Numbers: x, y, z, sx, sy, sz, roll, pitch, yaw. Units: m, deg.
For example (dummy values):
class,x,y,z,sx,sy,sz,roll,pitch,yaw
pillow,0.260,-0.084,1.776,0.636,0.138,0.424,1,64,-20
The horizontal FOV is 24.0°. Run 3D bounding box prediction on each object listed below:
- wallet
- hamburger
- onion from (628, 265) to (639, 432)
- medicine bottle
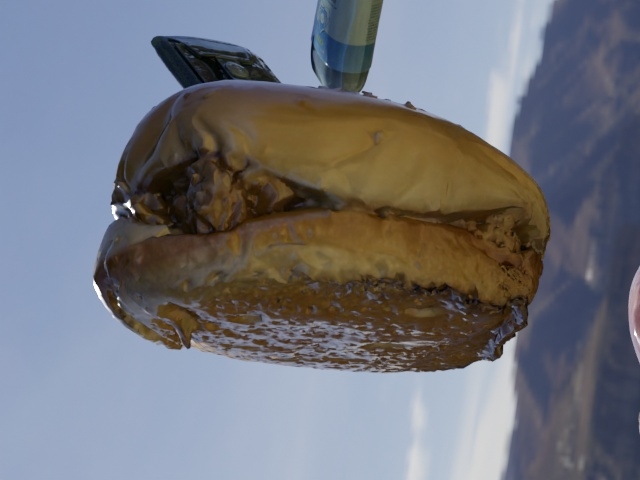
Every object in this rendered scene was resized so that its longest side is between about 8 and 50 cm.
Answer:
class,x,y,z,sx,sy,sz,roll,pitch,yaw
wallet,-0.096,-0.176,1.855,0.160,0.236,0.055,6,-58,-40
hamburger,0.004,0.001,1.005,0.304,0.284,0.174,118,161,-84
onion,0.495,0.094,1.611,0.353,0.353,0.354,8,-90,-78
medicine bottle,0.031,-0.248,1.475,0.090,0.053,0.208,-116,30,-51
